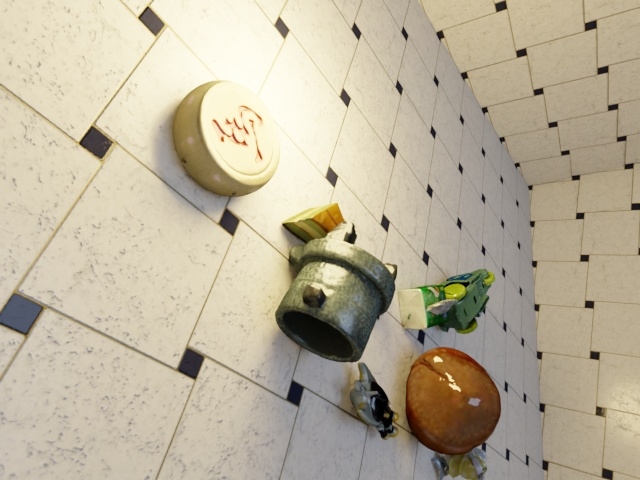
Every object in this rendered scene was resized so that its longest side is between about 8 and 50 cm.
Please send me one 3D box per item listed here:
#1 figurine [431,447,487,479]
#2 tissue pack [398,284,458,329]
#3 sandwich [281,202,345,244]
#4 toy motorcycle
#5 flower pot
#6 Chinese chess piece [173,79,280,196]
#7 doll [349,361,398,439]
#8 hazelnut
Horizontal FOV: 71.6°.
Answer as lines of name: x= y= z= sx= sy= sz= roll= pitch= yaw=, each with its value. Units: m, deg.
figurine: x=0.520 y=0.827 z=1.648 sx=0.208 sy=0.184 sz=0.129 roll=-19 pitch=96 yaw=-9
tissue pack: x=0.413 y=0.245 z=1.664 sx=0.208 sy=0.156 sz=0.148 roll=1 pitch=82 yaw=-53
sandwich: x=0.000 y=0.000 z=1.234 sx=0.144 sy=0.117 sz=0.188 roll=-39 pitch=114 yaw=-46
toy motorcycle: x=0.595 y=0.229 z=1.882 sx=0.326 sy=0.199 sz=0.191 roll=-38 pitch=111 yaw=-37
flower pot: x=0.033 y=0.121 z=1.136 sx=0.299 sy=0.298 sz=0.283 roll=52 pitch=54 yaw=-30
Chinese chess piece: x=-0.211 y=-0.234 z=1.035 sx=0.273 sy=0.102 sz=0.274 roll=16 pitch=69 yaw=-49
doll: x=0.163 y=0.491 z=1.327 sx=0.316 sy=0.103 sz=0.146 roll=54 pitch=55 yaw=-39
hazelnut: x=0.443 y=0.553 z=1.524 sx=0.372 sy=0.315 sz=0.373 roll=-54 pitch=155 yaw=-40
